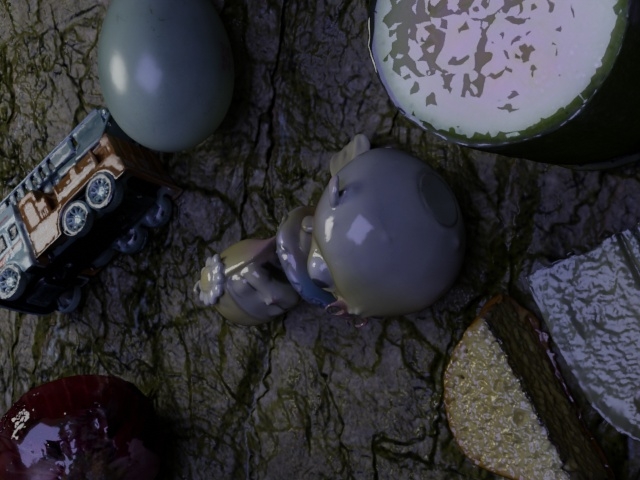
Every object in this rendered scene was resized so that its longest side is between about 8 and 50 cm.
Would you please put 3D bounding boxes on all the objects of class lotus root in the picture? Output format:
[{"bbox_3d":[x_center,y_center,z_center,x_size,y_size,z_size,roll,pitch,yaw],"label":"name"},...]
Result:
[{"bbox_3d":[0.404,0.101,1.275,0.267,0.149,0.260,-28,72,16],"label":"lotus root"}]

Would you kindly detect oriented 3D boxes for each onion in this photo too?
[{"bbox_3d":[-0.331,0.296,1.656,0.252,0.219,0.252,-2,103,-7],"label":"onion"}]

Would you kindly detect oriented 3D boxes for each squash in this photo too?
[{"bbox_3d":[0.246,-0.209,1.247,0.263,0.384,0.263,0,89,28],"label":"squash"}]

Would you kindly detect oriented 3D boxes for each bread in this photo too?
[{"bbox_3d":[0.222,0.202,1.381,0.134,0.129,0.260,-40,68,29],"label":"bread"}]

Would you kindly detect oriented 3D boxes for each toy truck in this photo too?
[{"bbox_3d":[-0.375,-0.030,1.729,0.338,0.133,0.184,-41,59,18],"label":"toy truck"}]

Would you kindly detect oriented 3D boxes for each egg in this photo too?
[{"bbox_3d":[-0.210,-0.247,1.615,0.182,0.183,0.264,-18,72,27],"label":"egg"}]

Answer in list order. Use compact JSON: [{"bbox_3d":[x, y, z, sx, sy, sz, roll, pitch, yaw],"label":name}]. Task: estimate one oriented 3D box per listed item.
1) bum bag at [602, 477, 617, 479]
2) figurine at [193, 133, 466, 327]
[{"bbox_3d":[0.380,0.309,1.261,0.232,0.107,0.060,19,123,-3],"label":"bum bag"},{"bbox_3d":[0.000,0.000,1.513,0.394,0.226,0.275,-26,44,37],"label":"figurine"}]
